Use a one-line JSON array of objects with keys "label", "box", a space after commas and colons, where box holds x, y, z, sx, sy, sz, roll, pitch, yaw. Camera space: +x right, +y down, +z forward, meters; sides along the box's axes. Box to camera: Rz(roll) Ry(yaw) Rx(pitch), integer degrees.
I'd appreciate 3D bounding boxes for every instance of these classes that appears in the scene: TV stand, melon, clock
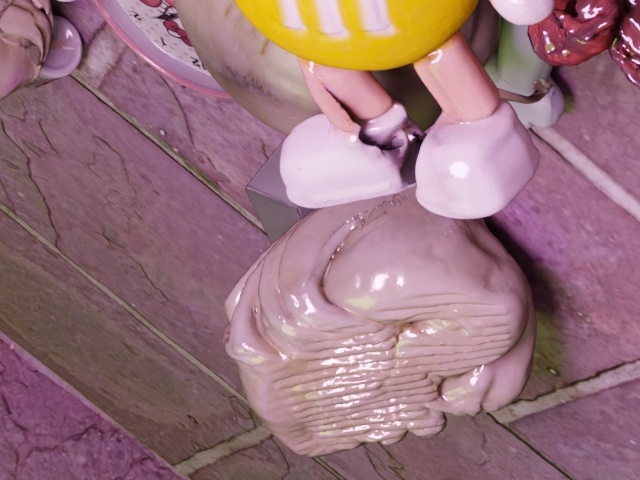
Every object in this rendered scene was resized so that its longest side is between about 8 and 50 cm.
[{"label": "TV stand", "box": [0.000, 0.000, 2.141, 0.083, 0.088, 0.269, 22, 153, 32]}, {"label": "melon", "box": [0.011, -0.208, 1.510, 0.308, 0.272, 0.271, 28, 158, 42]}, {"label": "clock", "box": [-0.147, -0.249, 1.912, 0.244, 0.056, 0.244, 28, 155, 14]}]

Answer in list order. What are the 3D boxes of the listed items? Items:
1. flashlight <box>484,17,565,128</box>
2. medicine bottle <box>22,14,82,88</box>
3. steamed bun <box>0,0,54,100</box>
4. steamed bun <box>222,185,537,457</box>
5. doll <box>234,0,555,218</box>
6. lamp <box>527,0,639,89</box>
[{"label": "flashlight", "box": [0.188, -0.172, 1.591, 0.093, 0.047, 0.200, 32, 155, 15]}, {"label": "medicine bottle", "box": [-0.359, -0.233, 2.216, 0.079, 0.079, 0.140, 45, 156, -19]}, {"label": "steamed bun", "box": [-0.435, -0.273, 2.071, 0.280, 0.268, 0.207, 51, -167, 28]}, {"label": "steamed bun", "box": [0.067, 0.069, 1.976, 0.339, 0.247, 0.352, -15, 137, 12]}, {"label": "doll", "box": [0.012, -0.194, 1.278, 0.348, 0.161, 0.423, -32, 111, 34]}, {"label": "lamp", "box": [0.271, -0.197, 1.292, 0.223, 0.215, 0.151, 18, 147, -15]}]
